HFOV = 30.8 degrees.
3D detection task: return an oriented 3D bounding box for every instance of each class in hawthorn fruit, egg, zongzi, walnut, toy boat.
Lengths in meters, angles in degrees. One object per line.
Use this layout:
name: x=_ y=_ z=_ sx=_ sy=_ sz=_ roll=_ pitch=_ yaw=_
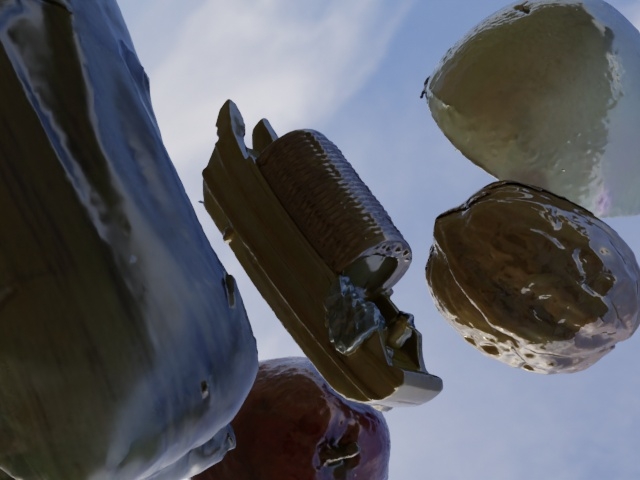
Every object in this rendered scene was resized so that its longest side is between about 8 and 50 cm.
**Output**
hawthorn fruit: x=-0.024 y=0.222 z=1.225 sx=0.261 sy=0.224 sz=0.224 roll=144 pitch=-36 yaw=-72
egg: x=0.305 y=-0.194 z=1.439 sx=0.337 sy=0.337 sz=0.201 roll=-110 pitch=-148 yaw=-47
zongzi: x=-0.128 y=-0.094 z=0.461 sx=0.323 sy=0.160 sz=0.360 roll=43 pitch=-47 yaw=32
walnut: x=0.227 y=0.043 z=1.262 sx=0.198 sy=0.245 sz=0.198 roll=-57 pitch=180 yaw=-1
toy boat: x=0.000 y=0.000 z=0.910 sx=0.115 sy=0.089 sz=0.310 roll=-50 pitch=-129 yaw=17
